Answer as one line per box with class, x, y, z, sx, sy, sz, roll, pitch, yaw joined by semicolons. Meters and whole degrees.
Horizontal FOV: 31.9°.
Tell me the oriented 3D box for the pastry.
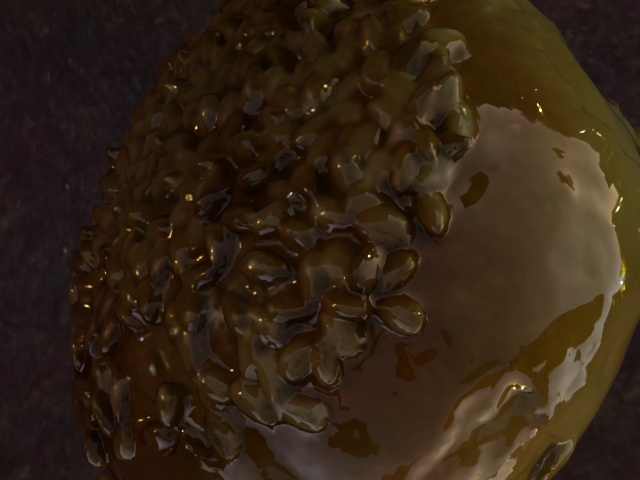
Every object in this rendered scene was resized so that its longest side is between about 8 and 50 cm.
pastry;0.000;0.000;0.654;0.245;0.409;0.409;30;103;-27
